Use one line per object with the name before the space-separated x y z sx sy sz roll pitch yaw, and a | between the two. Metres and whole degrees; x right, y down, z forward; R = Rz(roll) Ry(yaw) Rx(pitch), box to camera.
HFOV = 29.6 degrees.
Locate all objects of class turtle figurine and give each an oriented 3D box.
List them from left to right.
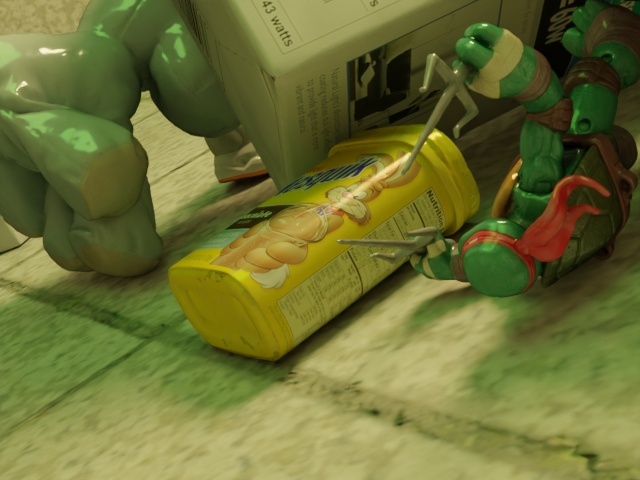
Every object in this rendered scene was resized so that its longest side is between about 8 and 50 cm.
turtle figurine | 0.108 -0.032 0.640 0.234 0.118 0.175 -41 -19 -44

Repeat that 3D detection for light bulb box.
light bulb box | 0.053 -0.275 0.912 0.361 0.358 0.225 -26 -20 -8

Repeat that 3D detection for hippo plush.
hippo plush | -0.191 -0.127 1.090 0.236 0.294 0.234 -42 -13 -26

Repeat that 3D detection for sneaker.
sneaker | -0.017 -0.165 1.211 0.262 0.121 0.099 -36 18 -31

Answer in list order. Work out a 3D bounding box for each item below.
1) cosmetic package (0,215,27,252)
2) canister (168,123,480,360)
cosmetic package | -0.553 -0.079 1.484 0.377 0.284 0.097 -18 17 26
canister | 0.000 0.000 0.769 0.170 0.073 0.126 -36 18 -25
